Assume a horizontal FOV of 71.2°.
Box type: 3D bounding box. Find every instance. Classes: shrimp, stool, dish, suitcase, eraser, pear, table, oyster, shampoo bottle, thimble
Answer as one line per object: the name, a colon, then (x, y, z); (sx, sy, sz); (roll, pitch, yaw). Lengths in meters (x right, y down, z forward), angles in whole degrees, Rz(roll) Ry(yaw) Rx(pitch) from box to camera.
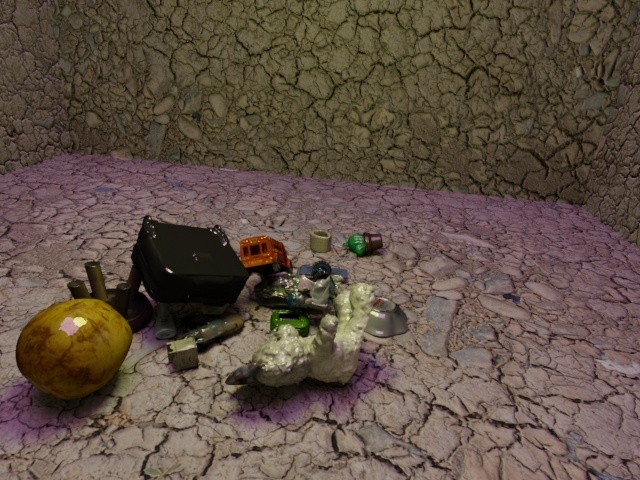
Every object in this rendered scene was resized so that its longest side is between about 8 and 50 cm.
shrimp: (-0.396, 0.290, 1.519); (0.178, 0.075, 0.289); (12, 24, 37)
stool: (-0.723, 0.193, 1.535); (0.272, 0.178, 0.272); (5, 22, -2)
dish: (0.226, 0.266, 1.676); (0.230, 0.081, 0.229); (3, 23, -1)
suitcase: (-0.450, 0.083, 1.561); (0.345, 0.188, 0.339); (10, 29, -47)
eraser: (0.006, 0.148, 1.965); (0.225, 0.036, 0.082); (6, 25, 1)
pear: (-0.663, 0.287, 1.213); (0.281, 0.280, 0.280); (4, 23, -2)
table: (-0.420, 0.348, 1.359); (0.083, 0.079, 0.062); (-8, 24, -23)
oyster: (-0.079, 0.187, 1.735); (0.351, 0.158, 0.162); (-8, 46, 13)
shampoo bottle: (-0.543, 0.274, 1.557); (0.069, 0.041, 0.190); (-9, 26, -18)
thimble: (0.000, 0.000, 2.242); (0.115, 0.090, 0.102); (17, 26, 28)

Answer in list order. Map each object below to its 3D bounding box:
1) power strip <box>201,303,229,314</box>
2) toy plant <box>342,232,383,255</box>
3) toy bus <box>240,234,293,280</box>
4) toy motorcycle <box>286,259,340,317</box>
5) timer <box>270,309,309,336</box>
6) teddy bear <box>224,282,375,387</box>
power strip: (-0.377, 0.228, 1.656); (0.080, 0.029, 0.227); (6, 8, 1)
toy plant: (0.210, 0.021, 2.233); (0.201, 0.105, 0.142); (-12, 37, 5)
toy bus: (-0.213, 0.071, 1.798); (0.143, 0.153, 0.329); (-11, -11, 8)
toy motorcycle: (-0.022, 0.211, 1.610); (0.204, 0.239, 0.108); (-24, -6, -4)
timer: (-0.110, 0.292, 1.591); (0.140, 0.047, 0.128); (4, 23, -7)
teddy bear: (-0.058, 0.273, 1.328); (0.362, 0.375, 0.327); (18, -22, -14)
